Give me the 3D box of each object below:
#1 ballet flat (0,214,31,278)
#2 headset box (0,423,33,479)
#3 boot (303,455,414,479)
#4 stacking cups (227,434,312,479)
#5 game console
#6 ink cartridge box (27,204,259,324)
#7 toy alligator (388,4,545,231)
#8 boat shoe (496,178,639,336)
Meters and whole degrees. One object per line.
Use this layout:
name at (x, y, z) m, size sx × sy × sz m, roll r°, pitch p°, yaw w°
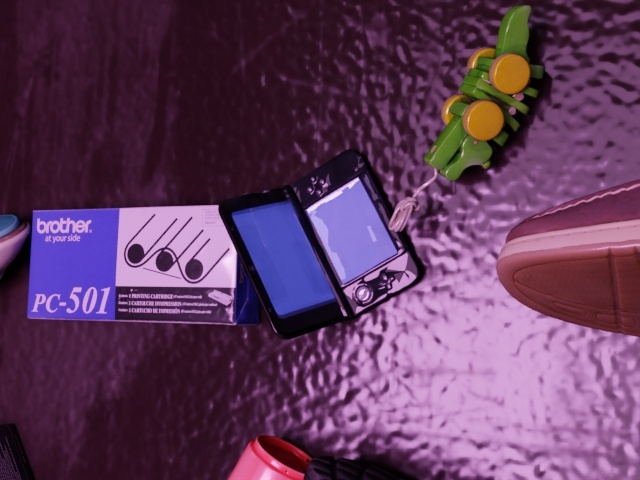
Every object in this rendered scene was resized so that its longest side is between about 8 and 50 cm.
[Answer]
ballet flat at (-0.361, 0.031, 0.873) m, size 0.248 × 0.086 × 0.086 m, roll -6°, pitch 83°, yaw 24°
headset box at (-0.339, 0.292, 0.724) m, size 0.131 × 0.283 × 0.246 m, roll -31°, pitch 75°, yaw 18°
boot at (0.083, 0.319, 0.630) m, size 0.338 × 0.118 × 0.222 m, roll 33°, pitch 100°, yaw 21°
stacking cups at (-0.096, 0.304, 0.723) m, size 0.096 × 0.096 × 0.316 m, roll 33°, pitch 98°, yaw 22°
game console at (0.000, 0.000, 0.717) m, size 0.107 × 0.071 × 0.122 m, roll -31°, pitch 75°, yaw 18°
ink cartridge box at (-0.153, 0.022, 0.794) m, size 0.207 × 0.046 × 0.097 m, roll -1°, pitch 84°, yaw 23°
toy alligator at (0.117, -0.080, 0.687) m, size 0.051 × 0.056 × 0.189 m, roll 26°, pitch 98°, yaw -18°
boat shoe at (0.283, -0.023, 0.589) m, size 0.342 × 0.123 × 0.123 m, roll -10°, pitch 52°, yaw 27°
